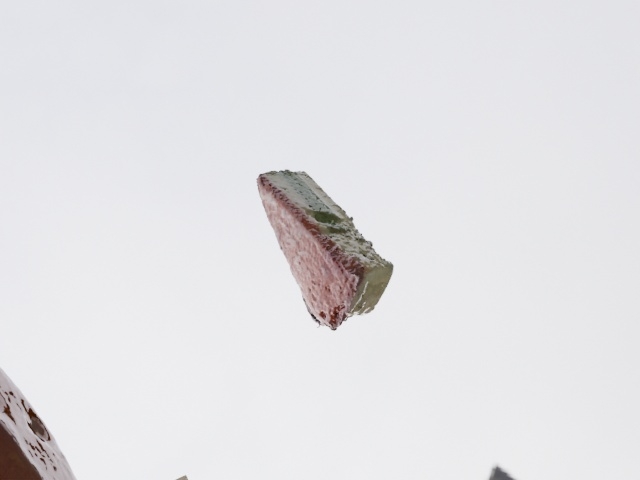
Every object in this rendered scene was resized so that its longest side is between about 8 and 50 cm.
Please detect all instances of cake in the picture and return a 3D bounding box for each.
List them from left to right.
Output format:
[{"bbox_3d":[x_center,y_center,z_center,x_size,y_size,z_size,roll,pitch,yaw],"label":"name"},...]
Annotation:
[{"bbox_3d":[-0.004,0.017,1.371,0.086,0.220,0.117,-10,-49,-40],"label":"cake"}]

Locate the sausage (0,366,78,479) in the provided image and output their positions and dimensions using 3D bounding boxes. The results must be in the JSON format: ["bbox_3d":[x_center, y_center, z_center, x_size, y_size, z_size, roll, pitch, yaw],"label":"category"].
[{"bbox_3d":[-0.272,0.195,0.848,0.141,0.153,0.268,-31,-83,1],"label":"sausage"}]

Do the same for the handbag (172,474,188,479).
[{"bbox_3d":[-0.173,0.298,1.207,0.083,0.061,0.027,-28,-52,-10],"label":"handbag"}]
